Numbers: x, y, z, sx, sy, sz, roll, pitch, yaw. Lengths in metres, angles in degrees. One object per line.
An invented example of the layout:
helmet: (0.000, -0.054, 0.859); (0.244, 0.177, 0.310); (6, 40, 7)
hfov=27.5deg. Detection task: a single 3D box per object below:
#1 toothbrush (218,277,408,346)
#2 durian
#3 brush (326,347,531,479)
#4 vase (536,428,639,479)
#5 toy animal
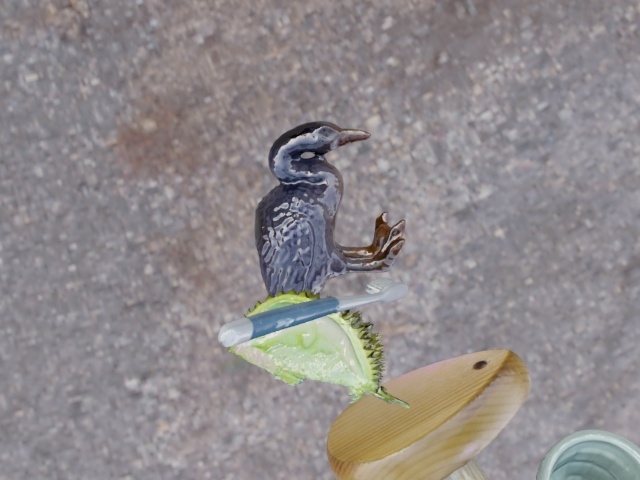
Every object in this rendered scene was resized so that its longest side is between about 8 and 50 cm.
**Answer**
toothbrush: (-0.003, 0.055, 1.077); (0.275, 0.025, 0.019); (-10, 121, -57)
durian: (0.005, 0.108, 1.355); (0.086, 0.215, 0.100); (26, 80, -61)
brush: (0.150, 0.251, 1.567); (0.266, 0.174, 0.166); (-30, 111, 2)
vase: (0.264, 0.334, 1.492); (0.143, 0.143, 0.299); (-10, 154, -18)
toy animal: (0.000, 0.000, 1.658); (0.185, 0.122, 0.298); (13, 108, -14)
